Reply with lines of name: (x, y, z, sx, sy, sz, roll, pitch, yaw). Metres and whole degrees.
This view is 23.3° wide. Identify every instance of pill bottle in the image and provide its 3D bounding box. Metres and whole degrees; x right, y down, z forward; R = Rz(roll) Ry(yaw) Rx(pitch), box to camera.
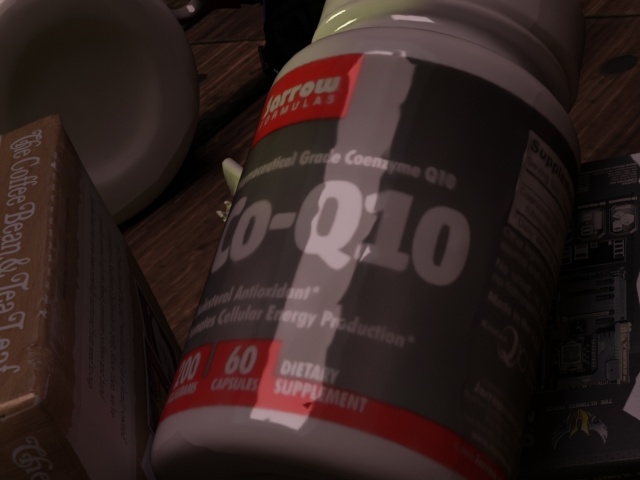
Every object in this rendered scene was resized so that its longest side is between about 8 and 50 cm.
pill bottle: (0.034, 0.002, 0.742, 0.161, 0.161, 0.283, -4, 57, 35)
pill bottle: (-0.300, -0.148, 1.416, 0.229, 0.229, 0.407, -35, 28, -22)

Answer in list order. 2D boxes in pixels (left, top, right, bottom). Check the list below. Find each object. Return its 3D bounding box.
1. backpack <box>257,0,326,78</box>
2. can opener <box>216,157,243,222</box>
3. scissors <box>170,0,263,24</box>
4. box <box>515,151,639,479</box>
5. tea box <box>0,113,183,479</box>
backpack: (0.062, -0.260, 1.326, 0.213, 0.276, 0.263, -19, 26, -21)
can opener: (0.000, 0.000, 1.059, 0.093, 0.074, 0.280, -28, 26, -9)
scissors: (-0.075, -0.229, 1.466, 0.021, 0.297, 0.109, 44, 103, 24)
box: (0.078, 0.059, 0.828, 0.232, 0.059, 0.183, -12, 51, 25)
tea box: (-0.232, 0.139, 0.794, 0.323, 0.220, 0.329, -23, 26, 2)
